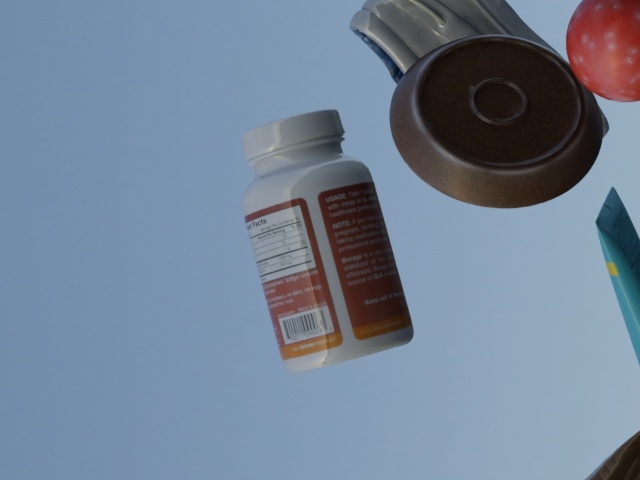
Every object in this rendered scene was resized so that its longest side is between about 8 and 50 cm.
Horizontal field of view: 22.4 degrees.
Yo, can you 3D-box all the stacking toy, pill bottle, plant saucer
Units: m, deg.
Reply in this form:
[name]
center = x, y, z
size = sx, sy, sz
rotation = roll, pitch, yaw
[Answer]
[stacking toy]
center = 0.289, -0.209, 1.259
size = 0.330, 0.141, 0.141
rotation = -49, -38, -40
[pill bottle]
center = 0.000, 0.000, 1.427
size = 0.121, 0.121, 0.216
rotation = -9, -96, -62
[plant saucer]
center = 0.138, -0.101, 1.260
size = 0.029, 0.168, 0.168
rotation = 92, -157, -56

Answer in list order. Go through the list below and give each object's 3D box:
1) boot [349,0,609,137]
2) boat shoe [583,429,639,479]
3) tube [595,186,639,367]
[boot]
center = 0.137, -0.144, 1.440
size = 0.258, 0.095, 0.123
rotation = 43, -95, -19
[boat shoe]
center = 0.276, 0.229, 1.362
size = 0.342, 0.123, 0.123
rotation = -36, -11, 9
[tube]
center = 0.331, 0.050, 1.694
size = 0.207, 0.052, 0.080
rotation = 66, -154, -20
